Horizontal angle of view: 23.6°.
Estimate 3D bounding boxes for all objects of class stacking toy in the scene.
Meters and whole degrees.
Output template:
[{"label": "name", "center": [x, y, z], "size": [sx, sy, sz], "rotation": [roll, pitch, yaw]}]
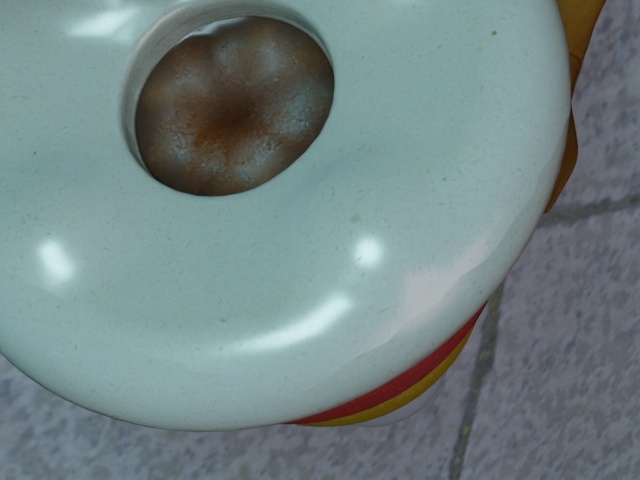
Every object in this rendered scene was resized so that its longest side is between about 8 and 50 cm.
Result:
[{"label": "stacking toy", "center": [0.000, 0.000, 0.975], "size": [0.350, 0.350, 0.480], "rotation": [-48, 155, -7]}]

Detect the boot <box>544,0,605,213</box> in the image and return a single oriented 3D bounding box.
[{"label": "boot", "center": [0.161, -0.130, 1.134], "size": [0.295, 0.104, 0.211], "rotation": [-46, 142, -2]}]
